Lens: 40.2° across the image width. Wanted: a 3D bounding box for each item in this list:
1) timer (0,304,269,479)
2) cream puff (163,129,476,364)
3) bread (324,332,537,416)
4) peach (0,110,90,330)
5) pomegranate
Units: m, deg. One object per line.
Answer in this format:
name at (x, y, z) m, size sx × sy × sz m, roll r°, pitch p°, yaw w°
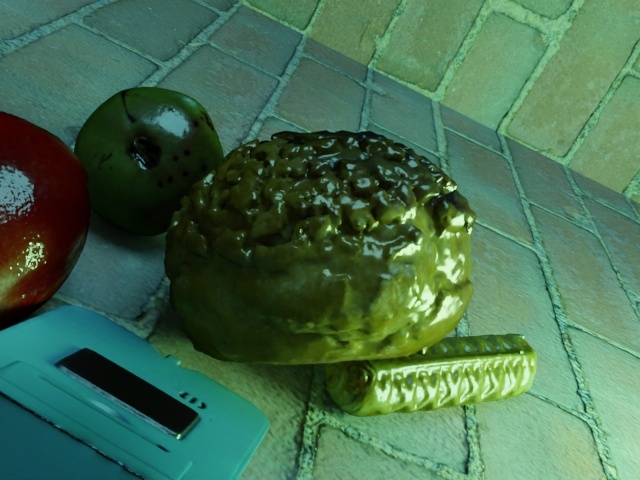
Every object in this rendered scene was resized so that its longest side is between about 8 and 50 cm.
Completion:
timer at (-0.174, 0.158, 0.742) m, size 0.232 × 0.091 × 0.250 m, roll 29°, pitch 12°, yaw 5°
cream puff at (0.000, 0.000, 0.913) m, size 0.327 × 0.231 × 0.343 m, roll -3°, pitch 2°, yaw 13°
bread at (0.146, 0.158, 1.052) m, size 0.077 × 0.084 × 0.367 m, roll -7°, pitch -8°, yaw 45°
peach at (-0.302, -0.025, 0.839) m, size 0.159 × 0.154 × 0.267 m, roll 20°, pitch 24°, yaw -20°
pomegranate at (-0.216, -0.087, 1.076) m, size 0.179 × 0.210 × 0.179 m, roll 10°, pitch 62°, yaw -19°
